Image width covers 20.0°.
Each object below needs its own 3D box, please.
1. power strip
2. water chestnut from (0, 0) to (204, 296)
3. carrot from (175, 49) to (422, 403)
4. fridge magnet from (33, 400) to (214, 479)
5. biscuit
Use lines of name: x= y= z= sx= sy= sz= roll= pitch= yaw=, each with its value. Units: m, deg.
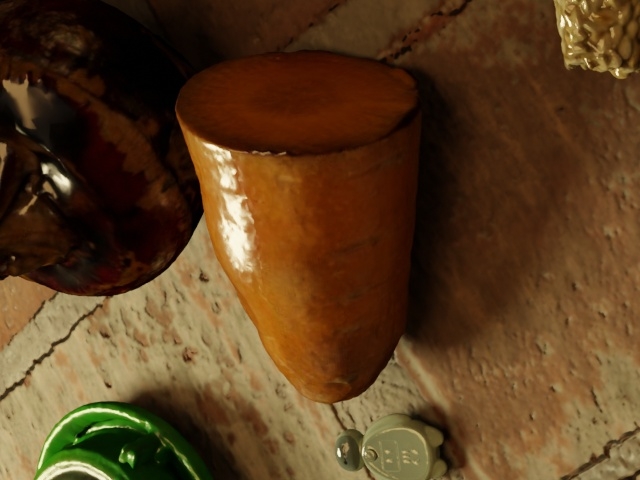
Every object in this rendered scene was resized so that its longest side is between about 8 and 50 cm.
power strip: x=0.051 y=0.145 z=1.270 sx=0.083 sy=0.035 sz=0.055 roll=-2 pitch=102 yaw=27
water chestnut: x=-0.184 y=-0.058 z=1.270 sx=0.224 sy=0.238 sz=0.223 roll=15 pitch=133 yaw=17
carrot: x=0.000 y=0.000 z=1.206 sx=0.159 sy=0.159 sz=0.225 roll=13 pitch=124 yaw=36
fridge magnet: x=-0.153 y=0.227 z=1.418 sx=0.208 sy=0.088 sz=0.208 roll=13 pitch=111 yaw=36
biscuit: x=0.163 y=-0.179 z=1.045 sx=0.070 sy=0.082 sz=0.168 roll=1 pitch=105 yaw=13
